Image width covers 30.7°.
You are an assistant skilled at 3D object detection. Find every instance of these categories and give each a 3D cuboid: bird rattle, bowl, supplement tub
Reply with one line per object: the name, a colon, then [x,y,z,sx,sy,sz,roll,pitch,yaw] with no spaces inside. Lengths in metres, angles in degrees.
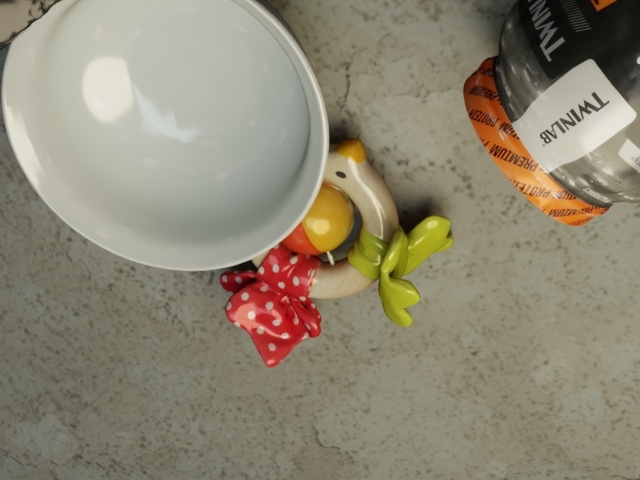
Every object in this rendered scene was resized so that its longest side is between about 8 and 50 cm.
bird rattle: [0.000,0.000,1.164,0.253,0.143,0.207,-11,110,32]
bowl: [-0.125,-0.129,1.060,0.298,0.134,0.298,6,122,10]
supplement tub: [0.289,-0.170,0.916,0.207,0.207,0.338,41,120,-16]

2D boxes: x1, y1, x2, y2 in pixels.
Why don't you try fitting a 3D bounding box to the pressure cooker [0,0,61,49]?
pressure cooker: [-0.361,-0.324,0.840,0.375,0.370,0.420,-8,125,49]
